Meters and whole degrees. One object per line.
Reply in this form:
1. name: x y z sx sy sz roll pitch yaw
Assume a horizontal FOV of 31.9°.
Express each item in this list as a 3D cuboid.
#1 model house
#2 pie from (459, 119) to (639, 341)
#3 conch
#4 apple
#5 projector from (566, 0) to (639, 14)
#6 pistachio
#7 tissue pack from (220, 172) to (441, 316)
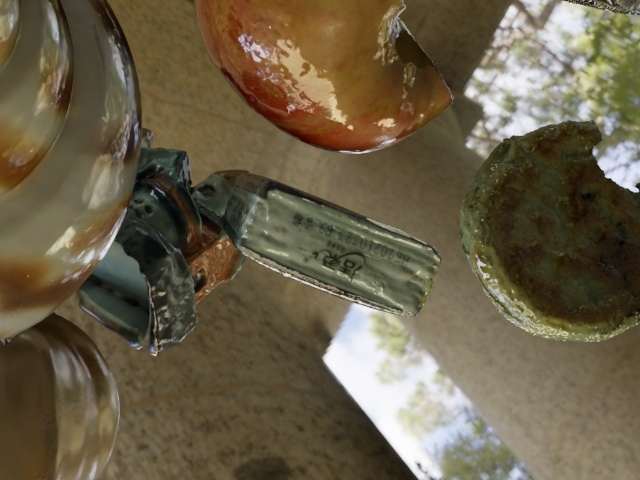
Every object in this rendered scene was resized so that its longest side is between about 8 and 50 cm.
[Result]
1. model house: -0.195 -0.038 1.377 0.291 0.253 0.185 -36 -38 -36
2. pie: 0.317 -0.013 1.421 0.302 0.303 0.067 -22 -14 -17
3. conch: -0.155 -0.064 0.483 0.148 0.275 0.183 -39 -94 2
4. apple: -0.022 -0.194 1.043 0.163 0.251 0.293 -39 -41 -5
5. projector: 0.286 -0.420 1.026 0.395 0.242 0.405 -12 -58 -57
6. pistachio: -0.387 0.206 1.202 0.281 0.366 0.445 11 -28 -39
7. tissue pack: 0.000 0.000 1.137 0.185 0.257 0.081 21 -88 -10
